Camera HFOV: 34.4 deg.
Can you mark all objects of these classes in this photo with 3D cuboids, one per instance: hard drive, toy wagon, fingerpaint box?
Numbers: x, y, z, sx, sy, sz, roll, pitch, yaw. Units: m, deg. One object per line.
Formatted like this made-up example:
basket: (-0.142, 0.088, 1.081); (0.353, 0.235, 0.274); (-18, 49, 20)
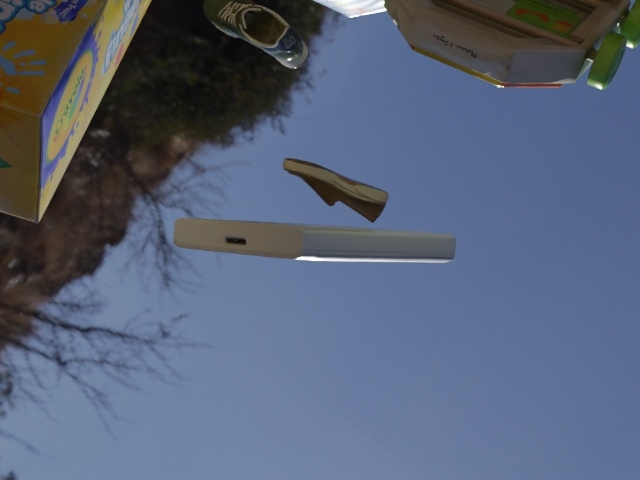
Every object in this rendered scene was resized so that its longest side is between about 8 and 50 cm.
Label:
hard drive: (0.000, 0.000, 1.283); (0.203, 0.307, 0.040); (5, -89, 39)
toy wagon: (0.223, -0.271, 1.126); (0.344, 0.267, 0.068); (-44, 154, -47)
fingerpaint box: (-0.385, -0.271, 1.068); (0.163, 0.371, 0.444); (110, -5, -49)

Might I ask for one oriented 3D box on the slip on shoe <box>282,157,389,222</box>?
slip on shoe: (0.015, -0.061, 1.245); (0.051, 0.135, 0.041); (-132, -117, -71)

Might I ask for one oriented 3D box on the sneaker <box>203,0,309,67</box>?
sneaker: (-0.104, -0.328, 1.530); (0.192, 0.086, 0.064); (34, -92, 20)

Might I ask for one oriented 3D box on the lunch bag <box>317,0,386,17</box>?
lunch bag: (0.138, -0.448, 1.701); (0.293, 0.221, 0.138); (8, -86, 25)
